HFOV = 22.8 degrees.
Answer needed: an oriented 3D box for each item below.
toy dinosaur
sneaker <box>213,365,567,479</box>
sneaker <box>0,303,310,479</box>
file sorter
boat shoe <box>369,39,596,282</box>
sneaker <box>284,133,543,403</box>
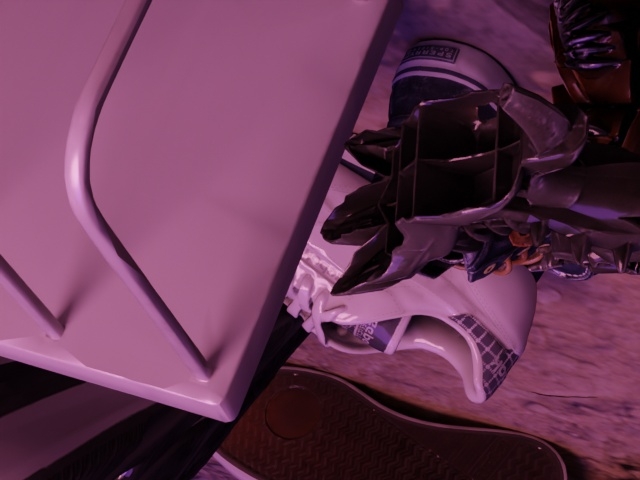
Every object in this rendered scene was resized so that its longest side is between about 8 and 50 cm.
[{"bbox_3d":[0.132,-0.055,0.509,0.218,0.164,0.322,14,152,-20],"label":"toy dinosaur"},{"bbox_3d":[0.044,0.182,1.234,0.290,0.106,0.123,15,157,13],"label":"sneaker"},{"bbox_3d":[-0.171,0.028,0.839,0.257,0.169,0.447,42,-157,10],"label":"sneaker"},{"bbox_3d":[-0.143,-0.084,0.598,0.278,0.192,0.173,13,157,21],"label":"file sorter"},{"bbox_3d":[0.078,-0.008,0.727,0.065,0.083,0.183,5,155,39],"label":"boat shoe"},{"bbox_3d":[0.000,0.000,0.816,0.235,0.094,0.090,21,162,4],"label":"sneaker"}]
